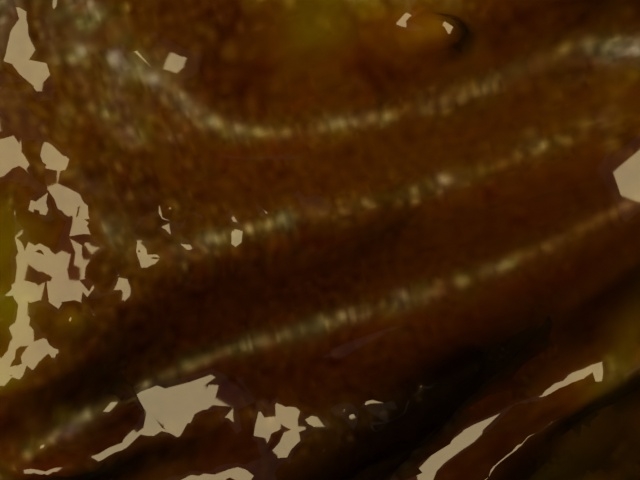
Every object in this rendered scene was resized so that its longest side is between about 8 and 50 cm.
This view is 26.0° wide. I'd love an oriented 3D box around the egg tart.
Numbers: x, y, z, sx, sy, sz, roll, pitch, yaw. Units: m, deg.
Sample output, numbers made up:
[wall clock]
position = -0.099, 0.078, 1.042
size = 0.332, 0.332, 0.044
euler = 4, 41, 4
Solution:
[egg tart]
position = 0.000, 0.000, 0.414
size = 0.339, 0.153, 0.351
euler = 33, 85, 10
